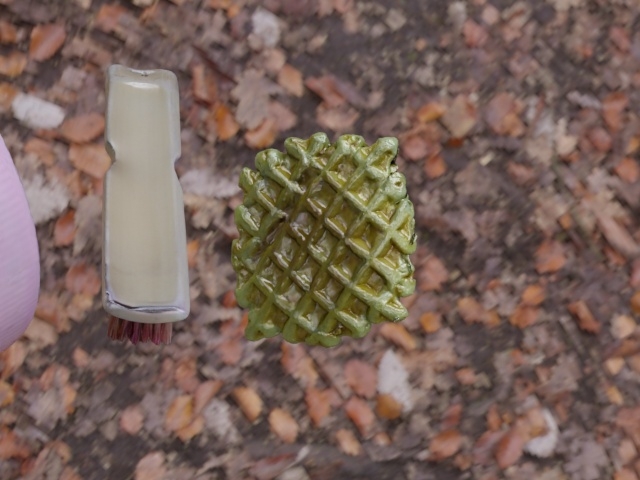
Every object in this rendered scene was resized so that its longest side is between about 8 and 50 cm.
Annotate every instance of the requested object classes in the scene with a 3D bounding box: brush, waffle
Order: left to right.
[{"bbox_3d":[-0.133,-0.035,1.113,0.060,0.050,0.321,5,36,-11],"label":"brush"},{"bbox_3d":[0.000,0.000,1.493,0.054,0.208,0.214,-1,85,-58],"label":"waffle"}]

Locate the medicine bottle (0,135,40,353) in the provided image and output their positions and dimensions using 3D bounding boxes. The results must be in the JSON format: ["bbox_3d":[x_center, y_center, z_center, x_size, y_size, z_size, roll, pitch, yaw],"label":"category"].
[{"bbox_3d":[-0.301,0.037,0.643,0.316,0.202,0.202,-33,84,-37],"label":"medicine bottle"}]
